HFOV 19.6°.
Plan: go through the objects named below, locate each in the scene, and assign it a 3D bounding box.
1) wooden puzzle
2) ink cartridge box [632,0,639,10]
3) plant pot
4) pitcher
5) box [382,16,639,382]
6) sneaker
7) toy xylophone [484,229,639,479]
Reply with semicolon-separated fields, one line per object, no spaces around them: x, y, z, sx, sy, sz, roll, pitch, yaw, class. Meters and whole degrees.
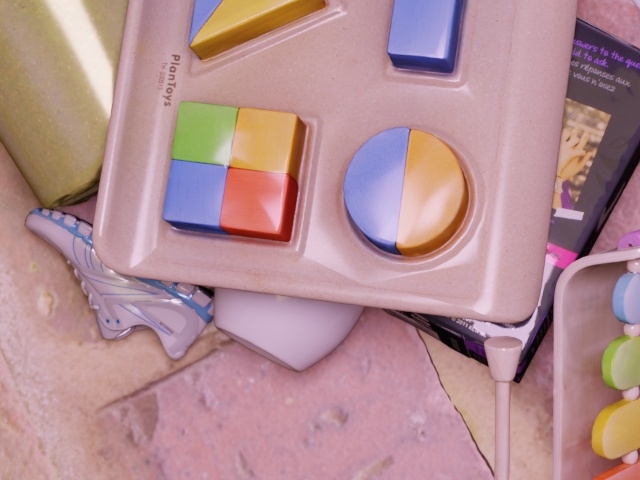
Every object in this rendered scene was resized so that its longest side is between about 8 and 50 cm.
0.013;-0.116;1.418;0.348;0.080;0.322;7;82;6;wooden puzzle
0.435;-0.154;1.488;0.226;0.131;0.306;-43;78;26;ink cartridge box
-0.202;-0.174;1.560;0.276;0.276;0.254;-26;89;2;plant pot
0.000;0.000;1.529;0.125;0.178;0.207;29;83;-6;pitcher
0.165;-0.038;1.519;0.143;0.165;0.270;29;84;10;box
-0.183;0.039;1.601;0.191;0.071;0.083;30;91;11;sneaker
0.228;0.144;1.433;0.081;0.236;0.322;11;117;42;toy xylophone
